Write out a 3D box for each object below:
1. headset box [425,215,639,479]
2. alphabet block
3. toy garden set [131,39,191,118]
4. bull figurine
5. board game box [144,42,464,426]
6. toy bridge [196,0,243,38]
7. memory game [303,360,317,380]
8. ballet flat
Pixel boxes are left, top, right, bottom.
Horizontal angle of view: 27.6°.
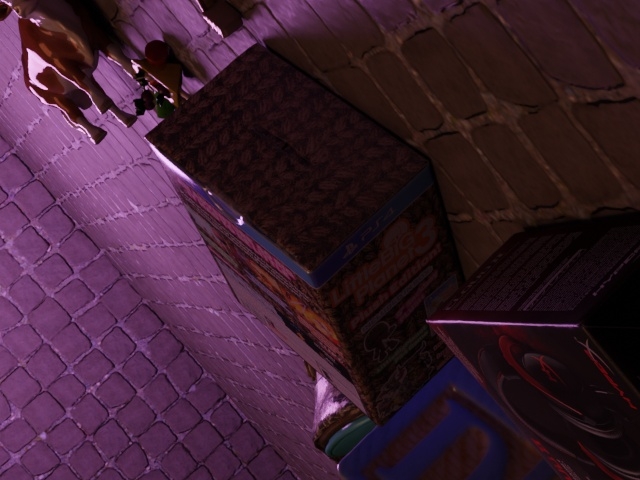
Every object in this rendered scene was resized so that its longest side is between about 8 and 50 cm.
[{"bbox_3d":[0.215,0.101,0.909,0.218,0.110,0.293,49,166,-9],"label":"headset box"},{"bbox_3d":[0.165,0.281,1.402,0.193,0.192,0.197,39,165,40],"label":"alphabet block"},{"bbox_3d":[-0.137,-0.115,1.520,0.244,0.049,0.204,46,166,8],"label":"toy garden set"},{"bbox_3d":[-0.317,-0.232,1.635,0.188,0.101,0.310,45,166,3],"label":"bull figurine"},{"bbox_3d":[0.000,0.000,1.223,0.232,0.141,0.291,39,164,33],"label":"board game box"},{"bbox_3d":[-0.112,-0.249,1.119,0.063,0.026,0.188,44,166,26],"label":"toy bridge"},{"bbox_3d":[-0.030,0.089,1.655,0.186,0.012,0.186,-16,-90,-87],"label":"memory game"},{"bbox_3d":[0.065,0.214,1.651,0.483,0.164,0.182,73,178,-63],"label":"ballet flat"}]
